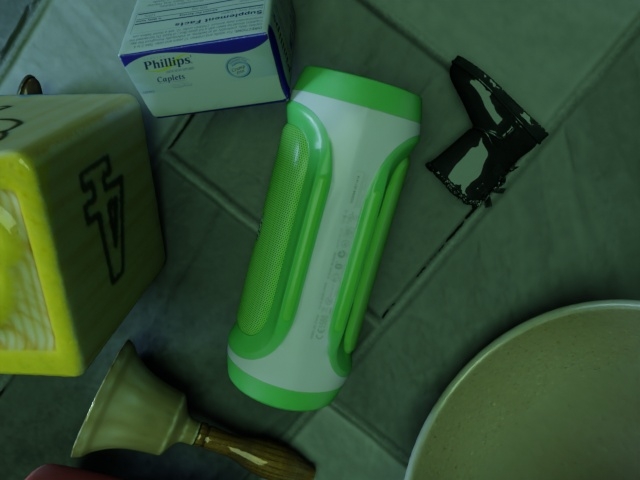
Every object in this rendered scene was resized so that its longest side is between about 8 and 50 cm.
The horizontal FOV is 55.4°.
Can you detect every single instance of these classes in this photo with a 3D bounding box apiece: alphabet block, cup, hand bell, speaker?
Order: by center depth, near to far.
[{"bbox_3d":[0.265,0.250,0.500,0.237,0.331,0.331,38,104,-25],"label":"cup"},{"bbox_3d":[-0.270,-0.016,0.545,0.192,0.197,0.193,0,115,9],"label":"alphabet block"},{"bbox_3d":[0.000,0.000,0.566,0.131,0.131,0.296,16,101,5],"label":"speaker"},{"bbox_3d":[-0.119,0.210,0.645,0.242,0.126,0.126,25,102,-9],"label":"hand bell"}]

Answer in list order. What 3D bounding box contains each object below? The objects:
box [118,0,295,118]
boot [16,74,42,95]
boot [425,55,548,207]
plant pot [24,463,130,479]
[{"bbox_3d":[-0.093,-0.185,0.540,0.126,0.137,0.072,-6,142,9],"label":"box"},{"bbox_3d":[-0.253,-0.109,0.630,0.114,0.037,0.106,12,113,9],"label":"boot"},{"bbox_3d":[0.140,-0.098,0.574,0.121,0.045,0.099,43,106,-1],"label":"boot"},{"bbox_3d":[-0.177,0.371,0.597,0.243,0.275,0.275,6,100,-4],"label":"plant pot"}]
